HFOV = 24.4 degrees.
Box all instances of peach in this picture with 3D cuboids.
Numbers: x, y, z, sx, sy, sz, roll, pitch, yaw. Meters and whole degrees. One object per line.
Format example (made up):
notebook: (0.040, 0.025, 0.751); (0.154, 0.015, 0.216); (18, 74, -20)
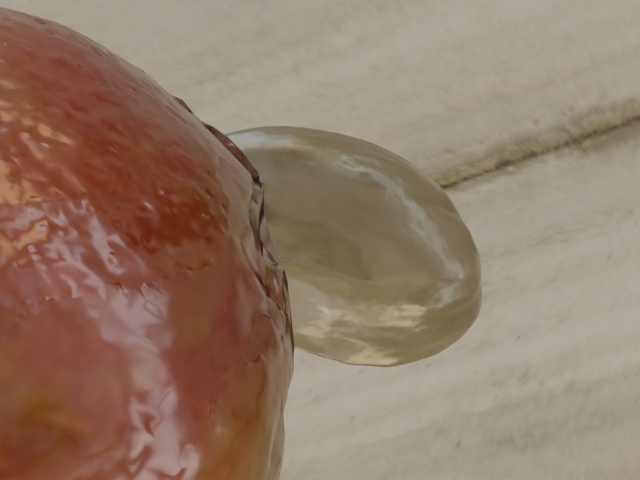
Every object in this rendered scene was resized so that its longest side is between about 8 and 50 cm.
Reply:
peach: (-0.177, 0.066, 0.523); (0.373, 0.372, 0.290); (-27, -91, 11)

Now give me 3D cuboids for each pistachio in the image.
pistachio: (0.000, 0.000, 0.911); (0.226, 0.136, 0.135); (20, -84, -16)
